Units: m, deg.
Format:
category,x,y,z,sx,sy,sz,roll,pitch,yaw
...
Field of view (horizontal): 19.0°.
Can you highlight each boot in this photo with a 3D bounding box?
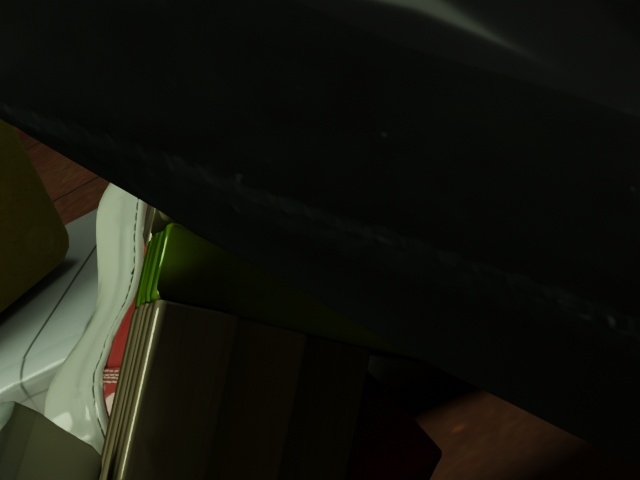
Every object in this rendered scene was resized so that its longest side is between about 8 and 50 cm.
category,x,y,z,sx,sy,sz,roll,pitch,yaw
boot,0.000,0.000,0.741,0.176,0.088,0.244,-27,24,16
boot,0.059,-0.132,0.442,0.445,0.146,0.367,19,59,21

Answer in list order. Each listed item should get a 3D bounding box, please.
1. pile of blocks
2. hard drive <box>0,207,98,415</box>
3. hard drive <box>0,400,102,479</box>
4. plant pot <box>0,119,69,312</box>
category,x,y,z,sx,sy,sz,roll,pitch,yaw
pile of blocks,0.015,-0.044,0.572,0.149,0.112,0.362,117,163,-61
hard drive,-0.223,0.090,0.964,0.353,0.047,0.233,-27,16,19
hard drive,-0.125,0.175,0.385,0.203,0.040,0.307,-54,11,14
plant pot,-0.249,-0.021,0.916,0.187,0.212,0.212,5,37,46
